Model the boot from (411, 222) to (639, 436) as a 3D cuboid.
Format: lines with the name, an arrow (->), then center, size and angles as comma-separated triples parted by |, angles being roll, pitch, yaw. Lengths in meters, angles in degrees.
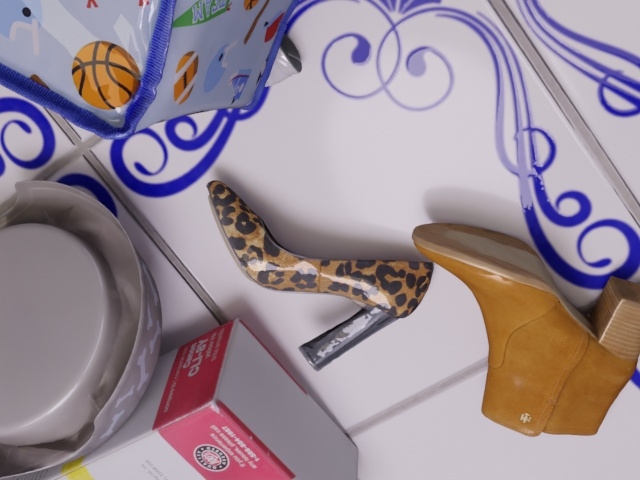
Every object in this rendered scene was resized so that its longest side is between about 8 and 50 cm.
boot -> 0.215, 0.114, 1.021 | 0.295, 0.104, 0.211 | 19, 116, 0

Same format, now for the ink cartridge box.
ink cartridge box -> -0.185, 0.307, 1.142 | 0.384, 0.160, 0.279 | -28, 119, 22

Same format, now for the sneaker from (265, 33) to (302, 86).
sneaker -> -0.084, -0.232, 0.965 | 0.061, 0.054, 0.152 | -27, 106, 25

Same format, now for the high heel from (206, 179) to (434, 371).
high heel -> 0.000, 0.000, 1.048 | 0.186, 0.093, 0.261 | -35, 94, 6

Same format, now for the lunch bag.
lunch bag -> -0.238, -0.258, 0.792 | 0.385, 0.328, 0.239 | 28, 106, 5

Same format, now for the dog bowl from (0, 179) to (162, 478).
dog bowl -> -0.344, 0.108, 1.052 | 0.348, 0.102, 0.349 | -6, 68, 16
